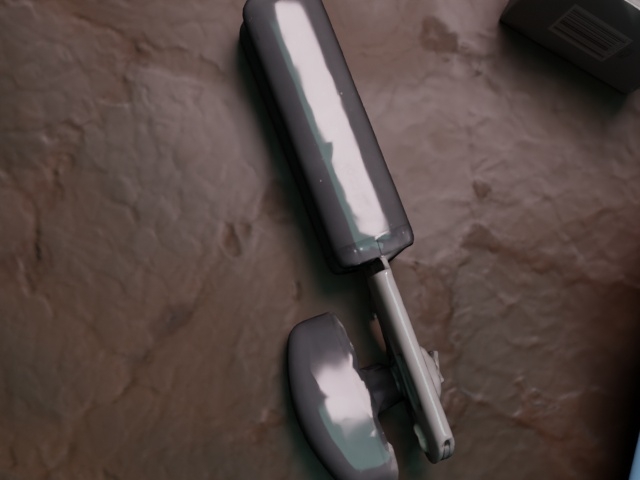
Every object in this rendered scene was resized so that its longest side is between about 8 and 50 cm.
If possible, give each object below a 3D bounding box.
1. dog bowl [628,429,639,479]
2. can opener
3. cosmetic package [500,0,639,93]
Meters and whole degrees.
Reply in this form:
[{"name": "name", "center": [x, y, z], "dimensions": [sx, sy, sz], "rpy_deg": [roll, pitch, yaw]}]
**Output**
[{"name": "dog bowl", "center": [0.247, 0.090, 0.634], "dimensions": [0.166, 0.074, 0.297], "rpy_deg": [17, 106, 28]}, {"name": "can opener", "center": [0.000, 0.000, 0.686], "dimensions": [0.095, 0.076, 0.283], "rpy_deg": [-21, 86, -8]}, {"name": "cosmetic package", "center": [0.209, -0.219, 0.704], "dimensions": [0.107, 0.127, 0.238], "rpy_deg": [31, 84, -2]}]
